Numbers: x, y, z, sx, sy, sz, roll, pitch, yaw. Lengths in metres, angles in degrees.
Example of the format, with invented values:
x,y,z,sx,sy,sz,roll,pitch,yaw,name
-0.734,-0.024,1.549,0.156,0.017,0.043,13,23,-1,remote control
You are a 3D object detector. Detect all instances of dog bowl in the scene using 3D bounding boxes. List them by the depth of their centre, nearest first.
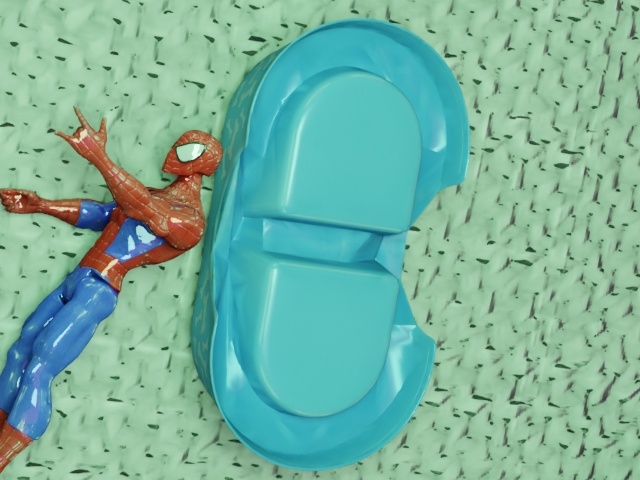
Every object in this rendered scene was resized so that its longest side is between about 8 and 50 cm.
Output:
x,y,z,sx,sy,sz,roll,pitch,yaw,name
0.000,0.000,1.063,0.166,0.074,0.297,8,94,-28,dog bowl

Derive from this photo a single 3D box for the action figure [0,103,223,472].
x,y,z,sx,sy,sz,roll,pitch,yaw,name
-0.178,0.020,1.003,0.280,0.091,0.139,-49,117,-8,action figure
